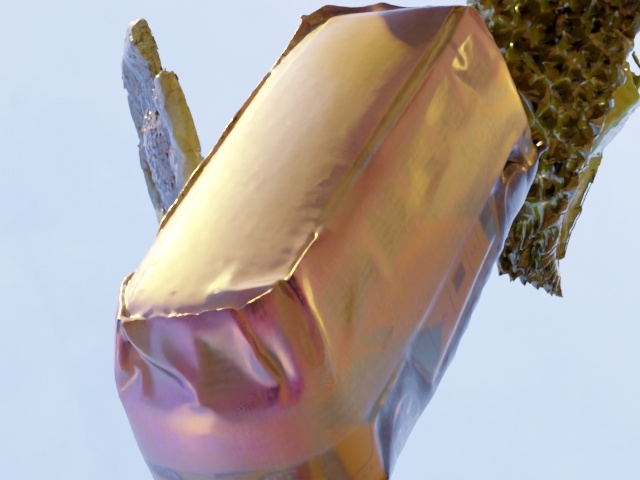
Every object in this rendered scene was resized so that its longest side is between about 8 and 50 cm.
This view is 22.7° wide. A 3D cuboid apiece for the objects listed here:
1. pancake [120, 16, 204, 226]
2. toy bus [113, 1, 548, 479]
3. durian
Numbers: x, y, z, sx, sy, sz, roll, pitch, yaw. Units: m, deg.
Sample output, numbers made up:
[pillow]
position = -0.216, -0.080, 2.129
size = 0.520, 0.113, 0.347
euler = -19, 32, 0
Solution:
[pancake]
position = -0.150, -0.088, 1.557
size = 0.037, 0.253, 0.253
euler = -14, -104, -14
[toy bus]
position = 0.000, 0.000, 1.005
size = 0.162, 0.171, 0.386
euler = 64, -144, -30
[durian]
position = 0.195, -0.132, 1.303
size = 0.157, 0.355, 0.169
euler = 32, -163, 31
